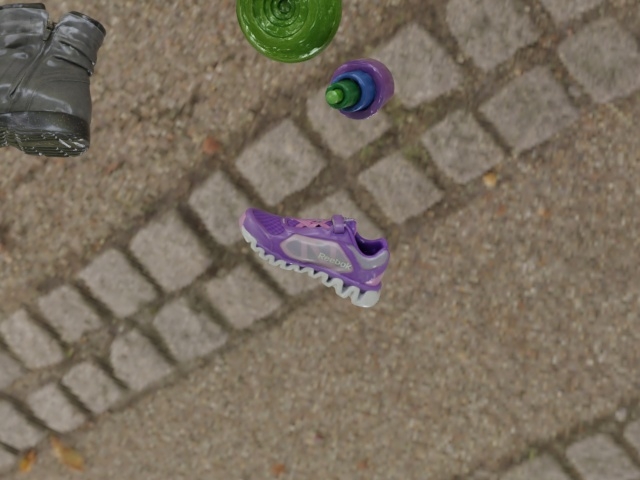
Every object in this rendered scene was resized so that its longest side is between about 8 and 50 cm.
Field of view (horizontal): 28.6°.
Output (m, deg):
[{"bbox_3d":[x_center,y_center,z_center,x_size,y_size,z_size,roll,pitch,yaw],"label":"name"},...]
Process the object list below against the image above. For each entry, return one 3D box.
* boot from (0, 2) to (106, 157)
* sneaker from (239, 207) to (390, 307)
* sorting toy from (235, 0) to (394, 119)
[{"bbox_3d":[-0.498,-0.248,1.878,0.338,0.223,0.118,5,161,-13],"label":"boot"},{"bbox_3d":[0.000,0.000,1.795,0.236,0.095,0.104,25,117,-13],"label":"sneaker"},{"bbox_3d":[-0.072,-0.268,1.350,0.365,0.126,0.127,48,115,6],"label":"sorting toy"}]
